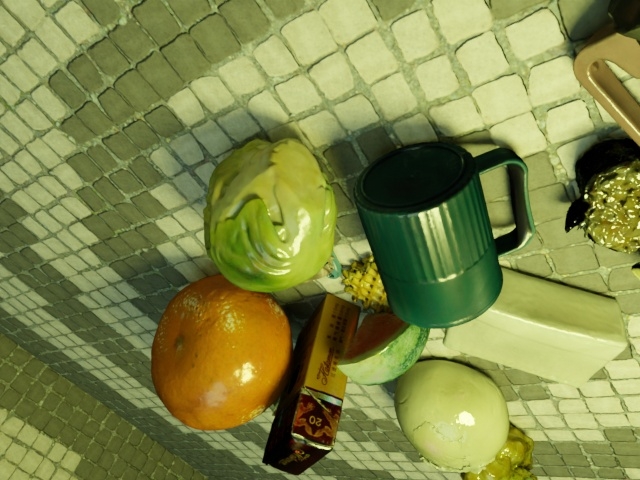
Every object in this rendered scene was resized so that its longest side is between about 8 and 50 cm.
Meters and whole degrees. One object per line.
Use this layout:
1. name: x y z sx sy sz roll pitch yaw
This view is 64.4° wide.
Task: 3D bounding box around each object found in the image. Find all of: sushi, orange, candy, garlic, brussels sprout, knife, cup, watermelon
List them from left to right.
1. orange: -0.263 0.303 1.401 0.424 0.423 0.326 -21 149 38
2. brussels sprout: -0.113 -0.042 1.069 0.344 0.268 0.344 13 131 15
3. garlic: -0.040 0.049 1.254 0.101 0.087 0.196 44 148 -14
4. knife: -0.002 0.000 1.250 0.058 0.032 0.244 6 133 35
5. watermelon: 0.167 0.273 1.295 0.176 0.260 0.256 23 139 12
6. cup: 0.236 -0.016 0.972 0.308 0.242 0.292 -3 131 29
7. candy: 0.468 0.186 1.156 0.359 0.145 0.208 16 139 8
8. sushi: 0.508 -0.069 0.893 0.147 0.115 0.212 -3 134 26

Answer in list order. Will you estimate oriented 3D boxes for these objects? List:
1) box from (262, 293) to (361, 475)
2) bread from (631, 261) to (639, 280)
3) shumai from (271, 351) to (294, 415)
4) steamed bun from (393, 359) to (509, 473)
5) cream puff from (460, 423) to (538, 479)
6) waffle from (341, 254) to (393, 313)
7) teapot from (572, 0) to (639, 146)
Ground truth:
1. box: -0.020 0.382 1.358 0.116 0.415 0.264 24 138 -8
2. bread: 0.721 0.024 0.881 0.264 0.163 0.167 -41 76 6
3. shumai: -0.096 0.501 1.678 0.189 0.218 0.256 29 139 -21
4. steamed bun: 0.361 0.510 1.461 0.334 0.233 0.311 -2 130 28
5. cream puff: 0.570 0.711 1.571 0.185 0.282 0.281 21 147 44
6. waffle: 0.173 0.124 1.287 0.232 0.051 0.228 -20 127 38
7. teapot: 0.533 -0.222 0.633 0.362 0.305 0.376 45 163 -12
